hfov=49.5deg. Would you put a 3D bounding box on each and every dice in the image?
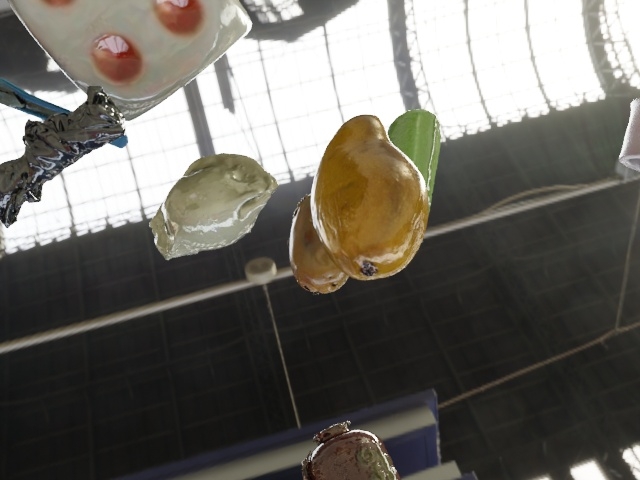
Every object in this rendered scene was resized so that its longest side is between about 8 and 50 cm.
[{"bbox_3d":[-0.299,-0.387,1.103,0.277,0.304,0.304,-36,-161,3],"label":"dice"}]

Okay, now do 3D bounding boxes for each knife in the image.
[{"bbox_3d":[-0.458,-0.219,1.140,0.296,0.044,0.026,21,-162,-9],"label":"knife"}]

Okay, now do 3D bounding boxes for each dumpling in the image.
[{"bbox_3d":[-0.159,-0.060,0.993,0.181,0.111,0.155,-19,-123,-16],"label":"dumpling"}]

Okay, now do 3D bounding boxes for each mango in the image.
[{"bbox_3d":[0.070,-0.063,1.018,0.177,0.120,0.295,-35,-145,24],"label":"mango"},{"bbox_3d":[0.000,0.000,1.601,0.155,0.151,0.249,-7,-115,20],"label":"mango"}]

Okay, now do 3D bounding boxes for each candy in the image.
[{"bbox_3d":[0.197,-0.136,1.547,0.142,0.132,0.344,-15,-131,40],"label":"candy"}]

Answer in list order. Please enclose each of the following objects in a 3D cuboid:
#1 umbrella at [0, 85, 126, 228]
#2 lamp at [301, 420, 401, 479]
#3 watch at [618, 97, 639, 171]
[{"bbox_3d":[-0.325,-0.090,0.788,0.224,0.071,0.080,-39,-143,4],"label":"umbrella"},{"bbox_3d":[0.067,0.475,1.316,0.180,0.180,0.258,-20,-117,-14],"label":"lamp"},{"bbox_3d":[0.617,-0.182,1.120,0.231,0.196,0.244,16,-178,24],"label":"watch"}]
